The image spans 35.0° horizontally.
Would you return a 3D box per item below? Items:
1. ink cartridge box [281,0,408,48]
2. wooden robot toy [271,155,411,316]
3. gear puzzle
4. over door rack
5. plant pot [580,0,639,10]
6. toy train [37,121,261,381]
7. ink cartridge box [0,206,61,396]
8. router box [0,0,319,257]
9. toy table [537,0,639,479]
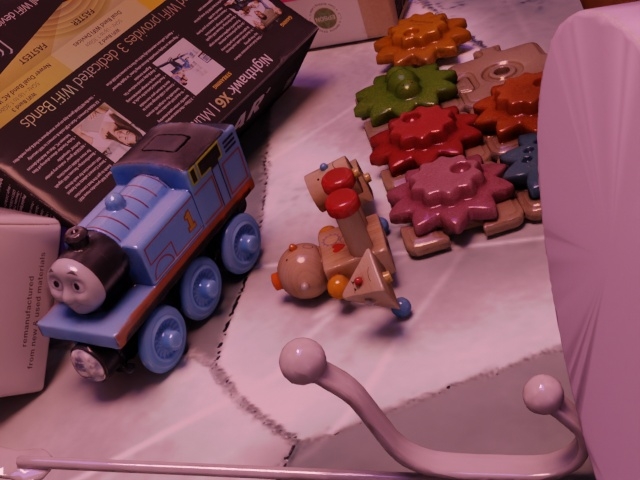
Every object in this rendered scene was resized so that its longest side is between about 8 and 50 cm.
[{"bbox_3d":[-0.052,-0.275,0.948,0.235,0.193,0.088,-7,37,19],"label":"ink cartridge box"},{"bbox_3d":[0.000,0.000,0.642,0.079,0.076,0.173,-25,32,10],"label":"wooden robot toy"},{"bbox_3d":[0.112,-0.116,0.773,0.176,0.044,0.339,-17,33,3],"label":"gear puzzle"},{"bbox_3d":[-0.052,0.157,0.401,0.324,0.108,0.239,-9,34,15],"label":"over door rack"},{"bbox_3d":[0.288,-0.187,0.647,0.291,0.203,0.290,-13,34,9],"label":"plant pot"},{"bbox_3d":[-0.107,0.004,0.650,0.080,0.105,0.184,4,39,31],"label":"toy train"},{"bbox_3d":[-0.331,0.026,0.589,0.207,0.117,0.283,11,7,37],"label":"ink cartridge box"},{"bbox_3d":[-0.182,-0.140,0.799,0.243,0.081,0.309,36,50,4],"label":"router box"},{"bbox_3d":[0.191,0.038,0.363,0.161,0.274,0.252,-11,-1,-7],"label":"toy table"}]
